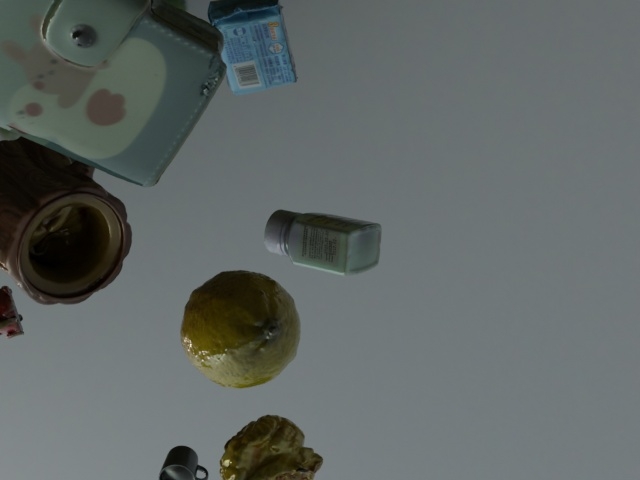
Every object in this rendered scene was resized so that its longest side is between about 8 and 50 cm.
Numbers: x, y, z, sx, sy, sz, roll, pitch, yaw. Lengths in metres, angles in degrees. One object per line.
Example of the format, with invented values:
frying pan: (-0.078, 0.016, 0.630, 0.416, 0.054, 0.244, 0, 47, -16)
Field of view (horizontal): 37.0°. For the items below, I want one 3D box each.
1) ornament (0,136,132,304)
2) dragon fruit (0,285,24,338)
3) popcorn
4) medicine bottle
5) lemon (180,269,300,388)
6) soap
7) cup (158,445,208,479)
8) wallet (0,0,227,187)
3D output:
ornament: (-0.385, -0.030, 1.357, 0.217, 0.235, 0.221, 31, -90, 47)
dragon fruit: (-0.642, 0.145, 1.923, 0.068, 0.112, 0.126, -18, -164, -15)
popcorn: (-0.092, 0.396, 1.696, 0.180, 0.180, 0.170, -43, -148, -13)
medicine bottle: (0.000, 0.000, 1.053, 0.118, 0.055, 0.074, 12, -165, 32)
lemon: (-0.128, 0.144, 1.551, 0.192, 0.192, 0.231, -46, -158, -21)
soap: (-0.138, -0.407, 2.002, 0.156, 0.293, 0.077, -9, -119, 1)
cup: (-0.282, 0.480, 2.002, 0.077, 0.100, 0.078, -84, -173, -67)
wallet: (-0.305, -0.222, 1.131, 0.252, 0.360, 0.083, -50, -148, 27)
